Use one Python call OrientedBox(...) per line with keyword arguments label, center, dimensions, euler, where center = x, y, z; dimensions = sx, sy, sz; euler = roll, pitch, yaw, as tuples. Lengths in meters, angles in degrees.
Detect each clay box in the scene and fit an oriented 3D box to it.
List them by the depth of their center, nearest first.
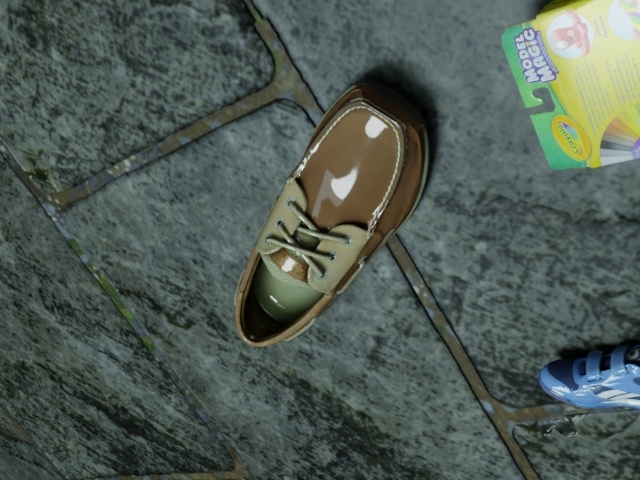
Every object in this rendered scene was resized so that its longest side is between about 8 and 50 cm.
OrientedBox(label="clay box", center=(0.249, -0.129, 0.528), dimensions=(0.222, 0.053, 0.127), euler=(-9, 118, 39))

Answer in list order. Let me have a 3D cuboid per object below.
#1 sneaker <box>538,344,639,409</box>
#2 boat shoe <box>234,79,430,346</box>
OrientedBox(label="sneaker", center=(0.275, 0.121, 0.709), dimensions=(0.144, 0.053, 0.059), euler=(0, 124, 23))
OrientedBox(label="boat shoe", center=(0.000, 0.000, 0.740), dimensions=(0.122, 0.120, 0.324), euler=(33, 135, 7))
